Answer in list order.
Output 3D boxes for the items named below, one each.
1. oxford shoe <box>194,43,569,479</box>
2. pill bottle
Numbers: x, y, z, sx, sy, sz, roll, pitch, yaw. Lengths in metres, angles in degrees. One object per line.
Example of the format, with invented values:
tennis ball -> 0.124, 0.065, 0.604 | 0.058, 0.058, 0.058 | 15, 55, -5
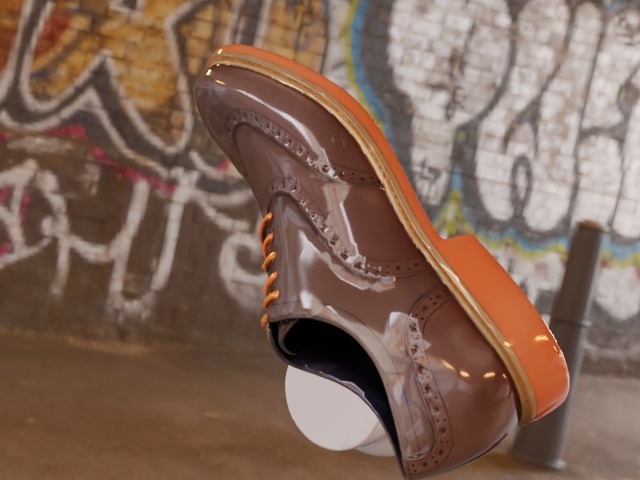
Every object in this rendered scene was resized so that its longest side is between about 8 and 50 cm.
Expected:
oxford shoe -> 0.000, 0.000, 0.590 | 0.271, 0.098, 0.097 | 48, -19, 31
pill bottle -> 0.063, 0.097, 0.852 | 0.108, 0.108, 0.193 | 15, 10, 34
